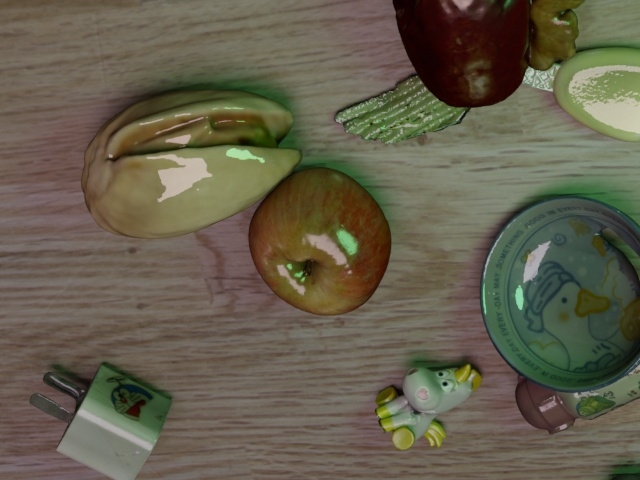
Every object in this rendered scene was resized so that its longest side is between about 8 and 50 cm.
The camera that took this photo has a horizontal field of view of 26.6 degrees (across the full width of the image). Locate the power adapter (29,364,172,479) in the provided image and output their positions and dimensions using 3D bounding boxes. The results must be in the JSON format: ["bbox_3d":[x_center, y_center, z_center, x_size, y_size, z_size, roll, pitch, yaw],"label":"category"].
[{"bbox_3d":[-0.358,0.277,2.139,0.205,0.130,0.125,28,119,-8],"label":"power adapter"}]

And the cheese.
[{"bbox_3d":[0.338,-0.212,1.809,0.251,0.054,0.127,12,116,2],"label":"cheese"}]

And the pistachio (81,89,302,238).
[{"bbox_3d":[-0.183,-0.106,1.879,0.318,0.214,0.193,-10,74,6],"label":"pistachio"}]

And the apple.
[{"bbox_3d":[0.000,0.000,1.916,0.209,0.164,0.209,11,125,15],"label":"apple"}]

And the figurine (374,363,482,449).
[{"bbox_3d":[0.168,0.243,2.073,0.129,0.109,0.178,16,123,-31],"label":"figurine"}]

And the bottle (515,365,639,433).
[{"bbox_3d":[0.406,0.196,1.985,0.253,0.120,0.120,-31,110,23],"label":"bottle"}]

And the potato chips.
[{"bbox_3d":[0.124,-0.178,1.873,0.207,0.028,0.092,-23,111,18],"label":"potato chips"}]

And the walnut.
[{"bbox_3d":[0.216,-0.308,1.687,0.244,0.222,0.269,-1,133,23],"label":"walnut"}]

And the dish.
[{"bbox_3d":[0.376,0.074,1.914,0.273,0.134,0.273,0,91,35],"label":"dish"}]

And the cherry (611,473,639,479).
[{"bbox_3d":[0.484,0.446,2.126,0.148,0.115,0.188,-6,135,-32],"label":"cherry"}]
